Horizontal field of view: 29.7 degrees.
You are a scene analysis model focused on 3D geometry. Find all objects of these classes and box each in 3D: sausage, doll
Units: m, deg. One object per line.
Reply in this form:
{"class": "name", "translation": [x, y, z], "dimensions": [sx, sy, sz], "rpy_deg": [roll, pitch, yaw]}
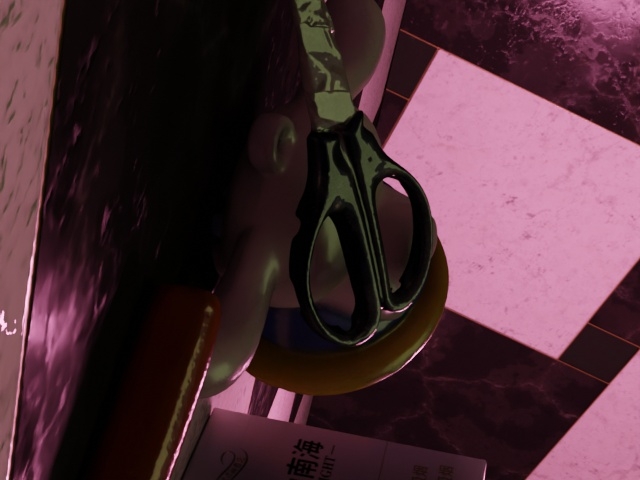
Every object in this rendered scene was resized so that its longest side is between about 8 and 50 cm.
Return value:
{"class": "sausage", "translation": [-0.084, 0.084, 0.605], "dimensions": [0.039, 0.041, 0.131], "rpy_deg": [110, -3, -68]}
{"class": "doll", "translation": [0.001, 0.024, 0.793], "dimensions": [0.242, 0.160, 0.311], "rpy_deg": [105, 12, -46]}

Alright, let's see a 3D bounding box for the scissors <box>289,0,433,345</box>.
{"class": "scissors", "translation": [0.004, -0.077, 0.662], "dimensions": [0.109, 0.022, 0.300], "rpy_deg": [-35, 124, -32]}

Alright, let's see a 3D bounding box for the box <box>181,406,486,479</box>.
{"class": "box", "translation": [0.006, 0.226, 0.982], "dimensions": [0.155, 0.243, 0.067], "rpy_deg": [-66, 164, -59]}
